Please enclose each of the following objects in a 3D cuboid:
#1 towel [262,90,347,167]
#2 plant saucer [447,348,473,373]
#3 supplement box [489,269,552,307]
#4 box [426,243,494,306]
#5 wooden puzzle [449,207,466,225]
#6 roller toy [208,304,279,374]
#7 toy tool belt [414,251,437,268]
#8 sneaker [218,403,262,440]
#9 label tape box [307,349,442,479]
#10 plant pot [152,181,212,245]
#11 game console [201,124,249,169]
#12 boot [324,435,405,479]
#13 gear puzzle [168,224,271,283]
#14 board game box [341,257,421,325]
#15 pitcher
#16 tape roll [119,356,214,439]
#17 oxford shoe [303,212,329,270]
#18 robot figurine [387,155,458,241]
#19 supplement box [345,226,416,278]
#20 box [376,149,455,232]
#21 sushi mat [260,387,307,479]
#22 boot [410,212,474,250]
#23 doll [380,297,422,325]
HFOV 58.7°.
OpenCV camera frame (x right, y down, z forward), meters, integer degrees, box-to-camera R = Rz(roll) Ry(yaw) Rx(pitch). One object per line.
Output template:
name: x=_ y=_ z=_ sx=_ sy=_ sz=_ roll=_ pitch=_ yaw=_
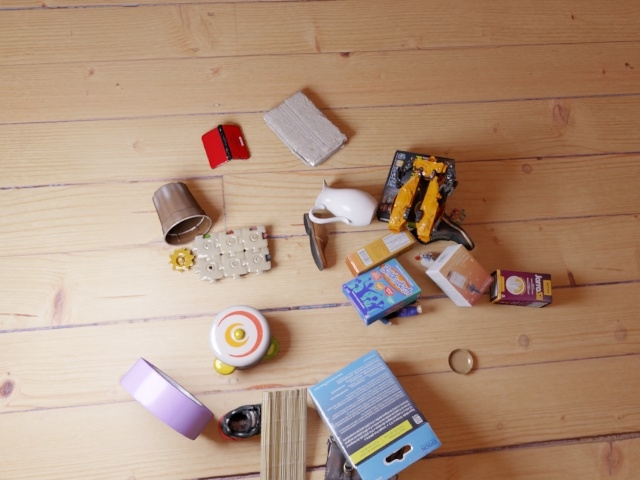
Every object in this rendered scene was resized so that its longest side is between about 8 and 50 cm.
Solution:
towel: x=-0.054 y=-0.407 z=2.080 sx=0.187 sy=0.049 sz=0.282 roll=-38 pitch=77 yaw=-16
plant saucer: x=0.457 y=0.397 z=1.868 sx=0.084 sy=0.015 sz=0.083 roll=1 pitch=72 yaw=-4
supplement box: x=0.676 y=0.164 z=1.926 sx=0.188 sy=0.081 sz=0.104 roll=5 pitch=71 yaw=-3
box: x=0.465 y=0.118 z=1.897 sx=0.170 sy=0.091 sz=0.130 roll=45 pitch=74 yaw=-8
wooden puzzle: x=0.488 y=-0.084 z=2.033 sx=0.049 sy=0.006 sz=0.083 roll=35 pitch=73 yaw=7
roller toy: x=-0.252 y=0.303 z=1.778 sx=0.210 sy=0.146 sz=0.191 roll=-22 pitch=74 yaw=-10
toy tool belt: x=0.367 y=0.064 z=1.959 sx=0.083 sy=0.052 sz=0.051 roll=30 pitch=41 yaw=2
sneaker: x=-0.173 y=0.537 z=1.714 sx=0.276 sy=0.135 sz=0.097 roll=-10 pitch=71 yaw=-9
label tape box: x=0.156 y=0.535 z=1.691 sx=0.249 sy=0.115 sz=0.347 roll=-28 pitch=56 yaw=-13
plant pot: x=-0.472 y=-0.094 z=1.894 sx=0.167 sy=0.167 sz=0.165 roll=-27 pitch=68 yaw=-12
game console: x=-0.342 y=-0.336 z=2.052 sx=0.124 sy=0.085 sz=0.143 roll=-7 pitch=70 yaw=-39
boot: x=0.132 y=0.636 z=1.730 sx=0.229 sy=0.091 sz=0.262 roll=14 pitch=66 yaw=7
gear puzzle: x=-0.338 y=0.058 z=1.912 sx=0.339 sy=0.044 sz=0.175 roll=-10 pitch=74 yaw=-4
board game box: x=0.201 y=0.167 z=1.877 sx=0.210 sy=0.047 sz=0.160 roll=-26 pitch=53 yaw=-15
pitcher: x=0.078 y=-0.106 z=1.944 sx=0.207 sy=0.125 sz=0.177 roll=20 pitch=57 yaw=9
tape roll: x=-0.442 y=0.456 z=1.646 sx=0.275 sy=0.274 sz=0.090 roll=36 pitch=72 yaw=8
oxford shoe: x=0.000 y=0.000 z=1.938 sx=0.076 sy=0.076 sz=0.212 roll=-7 pitch=72 yaw=-16
robot figurine: x=0.336 y=-0.150 z=1.903 sx=0.211 sy=0.085 sz=0.290 roll=16 pitch=72 yaw=19
supplement box: x=0.204 y=0.039 z=1.936 sx=0.234 sy=0.078 sz=0.080 roll=-25 pitch=72 yaw=-12
box: x=0.336 y=-0.176 z=1.995 sx=0.217 sy=0.060 sz=0.269 roll=13 pitch=71 yaw=19
sushi mat: x=-0.107 y=0.599 z=1.685 sx=0.152 sy=0.019 sz=0.316 roll=3 pitch=87 yaw=-33
boot: x=0.421 y=-0.005 z=1.975 sx=0.137 sy=0.076 sz=0.198 roll=-40 pitch=66 yaw=-10
doll: x=0.236 y=0.218 z=1.895 sx=0.189 sy=0.046 sz=0.128 roll=-8 pitch=72 yaw=-1
